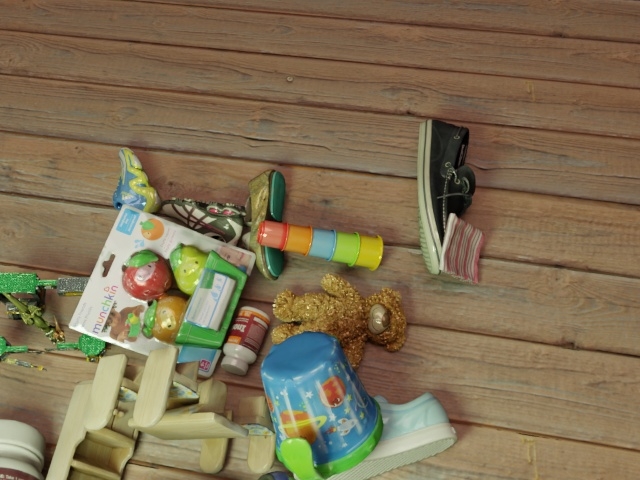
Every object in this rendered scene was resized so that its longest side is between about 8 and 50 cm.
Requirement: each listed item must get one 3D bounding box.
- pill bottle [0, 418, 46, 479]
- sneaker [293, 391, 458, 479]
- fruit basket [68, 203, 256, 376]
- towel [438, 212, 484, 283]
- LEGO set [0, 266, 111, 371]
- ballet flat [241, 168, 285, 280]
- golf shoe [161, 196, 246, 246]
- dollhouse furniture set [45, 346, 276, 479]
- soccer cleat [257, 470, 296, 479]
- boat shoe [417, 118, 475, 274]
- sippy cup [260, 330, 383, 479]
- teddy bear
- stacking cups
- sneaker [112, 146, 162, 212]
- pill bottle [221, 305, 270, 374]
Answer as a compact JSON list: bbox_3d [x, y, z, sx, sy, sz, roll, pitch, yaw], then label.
[{"bbox_3d":[-0.668,0.572,1.226,0.224,0.224,0.392,-11,43,-4],"label":"pill bottle"},{"bbox_3d":[0.107,0.429,1.375,0.365,0.135,0.150,-10,49,-13],"label":"sneaker"},{"bbox_3d":[-0.368,0.116,1.499,0.353,0.165,0.327,24,73,-14],"label":"fruit basket"},{"bbox_3d":[0.356,0.024,1.554,0.029,0.197,0.144,5,79,37],"label":"towel"},{"bbox_3d":[-0.671,0.198,1.549,0.331,0.192,0.255,-8,76,-18],"label":"LEGO set"},{"bbox_3d":[-0.158,-0.037,1.689,0.123,0.123,0.349,-1,59,2],"label":"ballet flat"},{"bbox_3d":[-0.331,-0.054,1.700,0.272,0.105,0.120,10,94,30],"label":"golf shoe"},{"bbox_3d":[-0.345,0.421,1.275,0.394,0.362,0.257,-11,55,27],"label":"dollhouse furniture set"},{"bbox_3d":[-0.079,0.625,1.276,0.093,0.121,0.289,-21,63,42],"label":"soccer cleat"},{"bbox_3d":[0.338,-0.134,1.673,0.156,0.187,0.500,1,53,11],"label":"boat shoe"},{"bbox_3d":[-0.011,0.317,1.277,0.240,0.224,0.305,-26,23,-15],"label":"sippy cup"},{"bbox_3d":[0.042,0.196,1.524,0.338,0.113,0.245,14,62,12],"label":"teddy bear"},{"bbox_3d":[0.000,0.000,1.589,0.316,0.096,0.096,13,57,-16],"label":"stacking cups"},{"bbox_3d":[-0.556,-0.164,1.791,0.126,0.091,0.240,-30,62,-14],"label":"sneaker"},{"bbox_3d":[-0.184,0.245,1.518,0.086,0.086,0.152,13,59,11],"label":"pill bottle"}]
